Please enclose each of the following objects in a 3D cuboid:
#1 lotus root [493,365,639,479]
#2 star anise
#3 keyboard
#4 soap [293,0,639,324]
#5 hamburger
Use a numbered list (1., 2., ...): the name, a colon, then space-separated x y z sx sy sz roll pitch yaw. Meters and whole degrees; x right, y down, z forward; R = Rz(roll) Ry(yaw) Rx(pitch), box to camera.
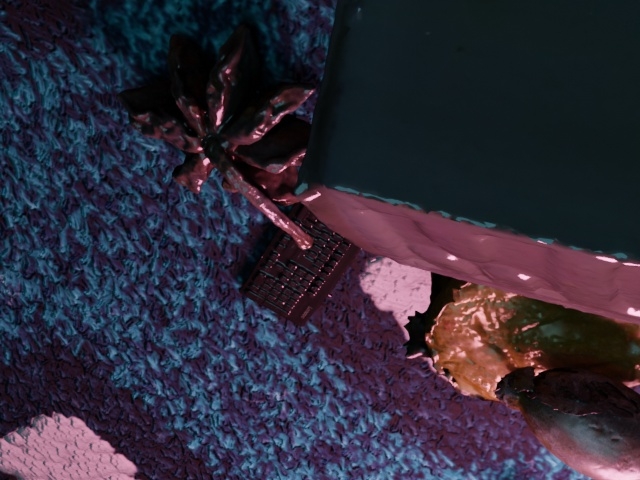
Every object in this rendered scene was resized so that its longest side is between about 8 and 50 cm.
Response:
1. lotus root: 0.233 0.157 1.144 0.165 0.088 0.088 27 134 3
2. star anise: -0.075 -0.089 1.205 0.231 0.089 0.209 42 140 -3
3. keyboard: 0.000 0.000 1.306 0.087 0.017 0.250 30 133 -5
4. soap: 0.237 -0.054 0.915 0.435 0.212 0.350 13 171 14
5. hamburger: 0.221 0.037 1.176 0.309 0.132 0.211 -3 128 23
